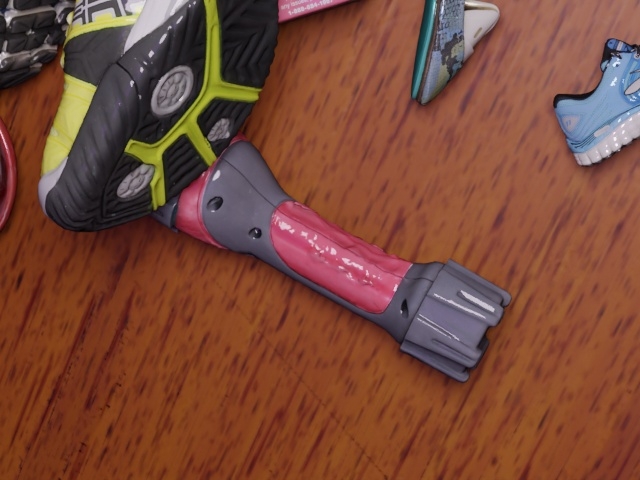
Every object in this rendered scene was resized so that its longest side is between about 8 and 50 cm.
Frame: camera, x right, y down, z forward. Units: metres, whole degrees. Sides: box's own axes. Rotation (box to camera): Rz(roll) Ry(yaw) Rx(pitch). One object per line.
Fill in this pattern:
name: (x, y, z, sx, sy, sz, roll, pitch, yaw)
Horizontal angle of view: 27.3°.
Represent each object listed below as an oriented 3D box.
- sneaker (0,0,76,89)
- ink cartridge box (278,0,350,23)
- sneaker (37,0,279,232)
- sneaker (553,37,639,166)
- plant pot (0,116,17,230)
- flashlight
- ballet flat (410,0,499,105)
sneaker: (-0.268, -0.282, 1.051, 0.147, 0.130, 0.330, 13, 101, 28)
ink cartridge box: (-0.063, -0.268, 0.996, 0.159, 0.092, 0.217, -14, 99, 18)
sneaker: (-0.110, -0.186, 0.923, 0.147, 0.145, 0.384, 32, 104, 26)
sneaker: (0.238, -0.123, 0.955, 0.162, 0.063, 0.073, -36, 87, 19)
plant pot: (-0.355, -0.054, 1.075, 0.191, 0.174, 0.191, 5, 105, 20)
flashlight: (0.000, 0.000, 1.027, 0.304, 0.103, 0.103, 28, 112, 10)
ballet flat: (0.107, -0.191, 0.980, 0.070, 0.070, 0.188, 9, 107, 14)
